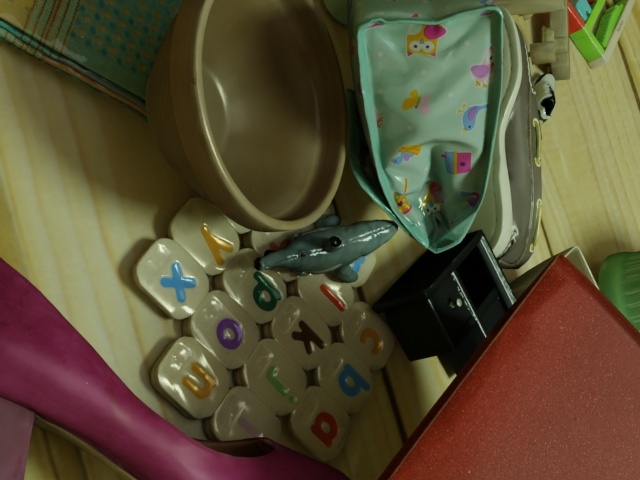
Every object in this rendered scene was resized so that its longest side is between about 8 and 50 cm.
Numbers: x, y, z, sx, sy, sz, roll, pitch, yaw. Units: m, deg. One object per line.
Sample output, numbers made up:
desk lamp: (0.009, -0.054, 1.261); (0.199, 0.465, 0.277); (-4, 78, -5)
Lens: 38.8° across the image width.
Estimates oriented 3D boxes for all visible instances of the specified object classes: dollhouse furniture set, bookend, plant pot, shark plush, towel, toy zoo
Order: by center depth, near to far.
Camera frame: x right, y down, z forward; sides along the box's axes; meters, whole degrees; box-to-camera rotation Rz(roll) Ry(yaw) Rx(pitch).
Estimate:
plant pot: (0.195, 0.215, 0.782); (0.236, 0.267, 0.267); (38, 75, 11)
plant pot: (-0.078, -0.122, 0.812); (0.237, 0.110, 0.237); (13, 75, -59)
towel: (-0.254, -0.294, 0.815); (0.370, 0.040, 0.271); (28, 60, -30)
shark plush: (0.000, 0.000, 0.888); (0.161, 0.067, 0.073); (3, 75, -40)
bookend: (0.152, 0.094, 0.998); (0.157, 0.072, 0.156); (-38, 104, -49)
plant pot: (0.272, 0.084, 1.103); (0.109, 0.096, 0.109); (-33, 100, -42)
dollhouse furniture set: (0.285, -0.318, 1.285); (0.151, 0.123, 0.144); (39, 51, -67)
toy zoo: (0.377, -0.432, 1.399); (0.293, 0.030, 0.192); (47, 52, -20)

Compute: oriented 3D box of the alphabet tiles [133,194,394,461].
alphabet tiles: (-0.046, 0.069, 0.888); (0.278, 0.021, 0.284); (46, 52, -20)

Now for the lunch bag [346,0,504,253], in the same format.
lunch bag: (0.105, -0.148, 0.940); (0.223, 0.160, 0.262); (-91, 174, -55)

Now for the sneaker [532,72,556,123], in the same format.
sneaker: (0.313, -0.196, 1.263); (0.040, 0.044, 0.109); (42, 52, -21)

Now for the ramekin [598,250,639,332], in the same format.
ramekin: (0.505, 0.137, 1.200); (0.303, 0.148, 0.303); (33, 44, -40)

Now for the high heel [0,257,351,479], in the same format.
high heel: (-0.118, 0.128, 0.729); (0.377, 0.127, 0.181); (16, 77, -33)

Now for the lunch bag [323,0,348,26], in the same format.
lunch bag: (0.094, -0.377, 1.087); (0.224, 0.108, 0.279); (7, 72, -39)

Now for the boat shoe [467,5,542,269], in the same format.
boat shoe: (0.218, -0.125, 1.115); (0.097, 0.116, 0.324); (16, 71, -41)
